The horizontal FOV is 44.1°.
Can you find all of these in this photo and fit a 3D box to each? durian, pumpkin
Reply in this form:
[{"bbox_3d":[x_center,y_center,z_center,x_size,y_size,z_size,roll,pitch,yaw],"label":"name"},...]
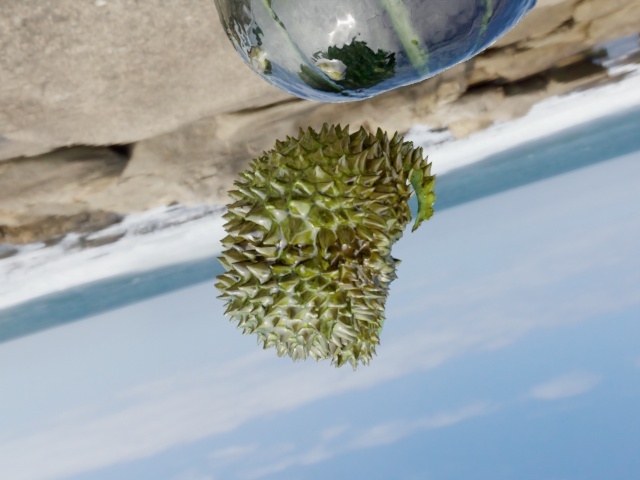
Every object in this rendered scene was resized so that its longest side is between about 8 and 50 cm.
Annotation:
[{"bbox_3d":[-0.002,0.003,0.710,0.176,0.200,0.237,5,130,-31],"label":"durian"},{"bbox_3d":[0.055,-0.262,0.725,0.323,0.241,0.323,-28,-168,7],"label":"pumpkin"}]
